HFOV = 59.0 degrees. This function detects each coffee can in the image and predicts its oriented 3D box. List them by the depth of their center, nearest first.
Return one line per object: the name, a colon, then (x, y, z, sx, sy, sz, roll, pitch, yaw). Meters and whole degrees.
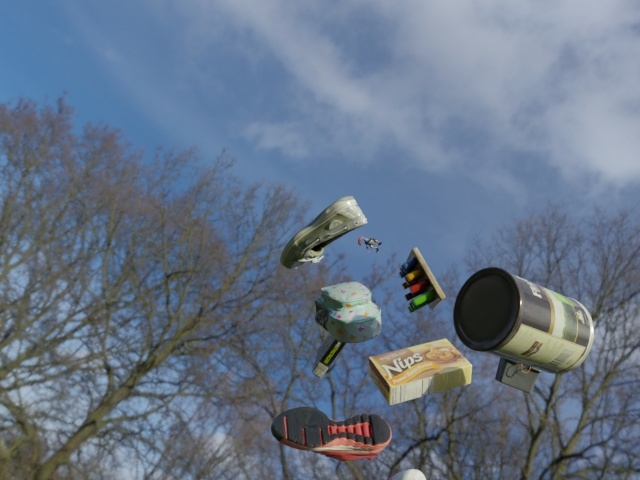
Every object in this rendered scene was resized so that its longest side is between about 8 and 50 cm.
coffee can: (0.494, 0.199, 1.382, 0.275, 0.202, 0.201, 21, -24, -28)

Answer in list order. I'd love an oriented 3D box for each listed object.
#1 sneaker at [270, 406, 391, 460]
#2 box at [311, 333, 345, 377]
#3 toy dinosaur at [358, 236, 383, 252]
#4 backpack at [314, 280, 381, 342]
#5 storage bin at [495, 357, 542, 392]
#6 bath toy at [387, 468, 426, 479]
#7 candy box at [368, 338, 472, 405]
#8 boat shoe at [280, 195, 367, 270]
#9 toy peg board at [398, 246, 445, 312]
sneaker: (0.022, 0.528, 1.478, 0.313, 0.116, 0.136, 8, -53, -6)
box: (0.045, 0.356, 1.959, 0.045, 0.184, 0.191, 33, -73, 0)
toy dinosaur: (0.143, 0.008, 1.698, 0.082, 0.047, 0.090, 27, 5, -19)
backpack: (0.085, 0.205, 1.616, 0.188, 0.165, 0.144, -133, -139, -53)
storage bin: (0.630, 0.426, 1.807, 0.135, 0.091, 0.098, 20, -4, 1)
bath toy: (0.289, 0.913, 1.833, 0.129, 0.151, 0.348, -9, -88, 40)
candy box: (0.349, 0.458, 1.999, 0.183, 0.316, 0.088, -132, -146, -62)
boat shoe: (0.002, -0.001, 1.676, 0.320, 0.118, 0.103, -41, -106, 26)
toy peg board: (0.268, 0.125, 1.612, 0.161, 0.079, 0.161, 62, -8, 16)
